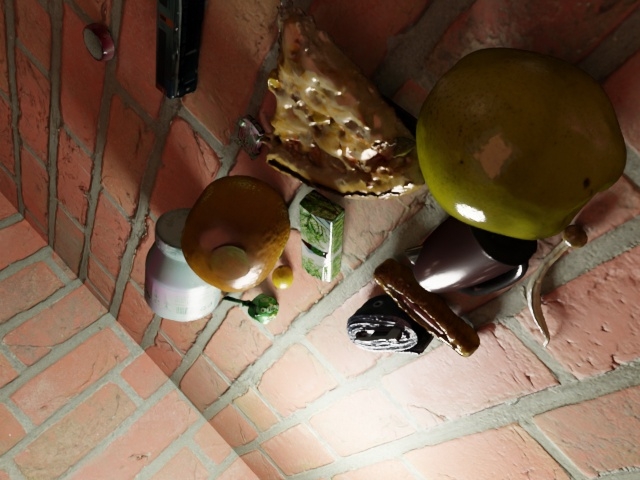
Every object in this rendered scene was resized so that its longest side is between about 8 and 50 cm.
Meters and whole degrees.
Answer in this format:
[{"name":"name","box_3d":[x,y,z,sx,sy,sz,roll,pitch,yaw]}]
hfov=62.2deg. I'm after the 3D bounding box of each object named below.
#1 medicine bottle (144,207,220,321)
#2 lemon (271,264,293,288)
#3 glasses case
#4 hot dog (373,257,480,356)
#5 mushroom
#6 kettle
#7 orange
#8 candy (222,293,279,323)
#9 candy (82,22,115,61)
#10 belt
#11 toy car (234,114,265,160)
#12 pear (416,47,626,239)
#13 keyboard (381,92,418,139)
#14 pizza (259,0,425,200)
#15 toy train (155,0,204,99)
[{"name":"medicine bottle","box_3d":[-0.415,0.068,1.642,0.245,0.245,0.289,33,130,20]},{"name":"lemon","box_3d":[-0.108,0.103,1.512,0.062,0.062,0.083,19,133,33]},{"name":"glasses case","box_3d":[0.000,0.000,1.277,0.095,0.062,0.272,33,152,21]},{"name":"hot dog","box_3d":[0.242,0.148,1.194,0.289,0.083,0.068,41,147,7]},{"name":"mushroom","box_3d":[0.432,0.090,1.004,0.068,0.043,0.306,50,152,42]},{"name":"kettle","box_3d":[0.295,0.027,1.025,0.202,0.143,0.232,22,151,-14]},{"name":"orange","box_3d":[-0.233,0.000,1.386,0.263,0.196,0.334,36,125,-3]},{"name":"candy","box_3d":[-0.242,0.205,1.729,0.324,0.097,0.097,4,124,52]},{"name":"candy","box_3d":[-0.620,-0.553,1.484,0.103,0.043,0.103,25,136,27]},{"name":"belt","box_3d":[0.156,0.210,1.289,0.218,0.128,0.122,-10,113,46]},{"name":"toy car","box_3d":[-0.165,-0.251,1.283,0.069,0.055,0.142,47,155,5]},{"name":"pear","box_3d":[0.274,-0.143,0.779,0.294,0.294,0.294,25,136,28]},{"name":"keyboard","box_3d":[0.148,-0.216,1.019,0.381,0.041,0.103,42,141,10]},{"name":"pizza","box_3d":[0.038,-0.201,1.054,0.392,0.080,0.434,38,155,14]},{"name":"toy train","box_3d":[-0.319,-0.510,1.194,0.089,0.086,0.409,39,141,16]}]
